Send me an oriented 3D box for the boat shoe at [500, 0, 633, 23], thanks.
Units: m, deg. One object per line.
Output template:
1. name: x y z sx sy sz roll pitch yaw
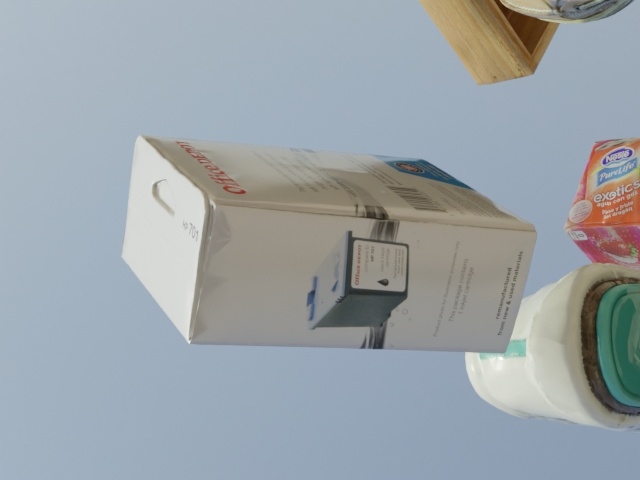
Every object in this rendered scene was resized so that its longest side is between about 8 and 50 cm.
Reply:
1. boat shoe: 0.123 -0.138 0.624 0.072 0.068 0.190 -18 -175 -21

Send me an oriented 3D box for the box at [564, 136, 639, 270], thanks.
1. box: 0.409 0.002 1.532 0.123 0.257 0.128 -3 -126 44

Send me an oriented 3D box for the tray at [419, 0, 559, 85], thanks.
1. tray: 0.097 -0.358 1.175 0.076 0.411 0.202 -6 -136 44

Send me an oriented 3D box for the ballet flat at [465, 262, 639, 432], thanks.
1. ballet flat: 0.247 0.087 0.937 0.400 0.139 0.139 12 -152 -46

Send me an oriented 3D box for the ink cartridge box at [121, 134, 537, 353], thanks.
1. ink cartridge box: 0.000 0.000 0.737 0.191 0.082 0.139 2 -162 -24
